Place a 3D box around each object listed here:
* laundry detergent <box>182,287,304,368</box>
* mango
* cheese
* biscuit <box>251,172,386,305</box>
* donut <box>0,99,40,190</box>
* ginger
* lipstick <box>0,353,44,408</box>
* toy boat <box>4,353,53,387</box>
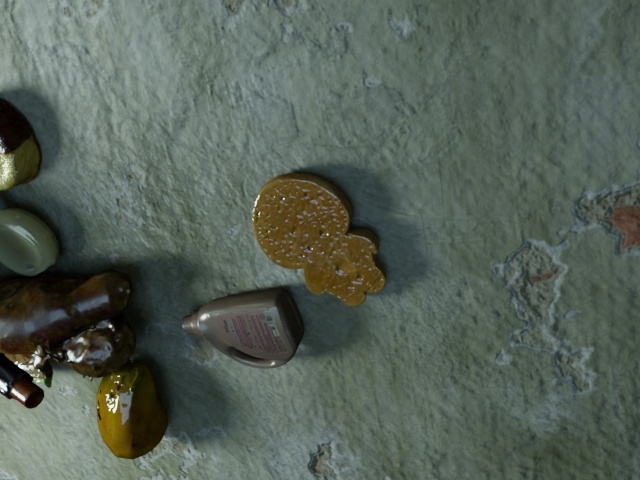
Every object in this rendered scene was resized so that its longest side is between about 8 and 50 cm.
[{"bbox_3d":[-0.154,0.190,1.432,0.236,0.076,0.171,-12,114,21],"label":"laundry detergent"},{"bbox_3d":[-0.417,0.378,1.579,0.155,0.151,0.249,-1,115,-20],"label":"mango"},{"bbox_3d":[-0.636,-0.027,1.440,0.137,0.064,0.227,-26,115,23],"label":"cheese"},{"bbox_3d":[0.000,-0.001,1.308,0.288,0.044,0.202,40,121,-10],"label":"biscuit"},{"bbox_3d":[-0.635,-0.181,1.369,0.166,0.073,0.184,1,119,12],"label":"donut"},{"bbox_3d":[-0.570,0.186,1.489,0.417,0.176,0.254,-2,112,11],"label":"ginger"},{"bbox_3d":[-0.712,0.273,1.533,0.299,0.081,0.081,27,124,25],"label":"lipstick"},{"bbox_3d":[-0.704,0.284,1.624,0.292,0.099,0.109,5,118,21],"label":"toy boat"}]
